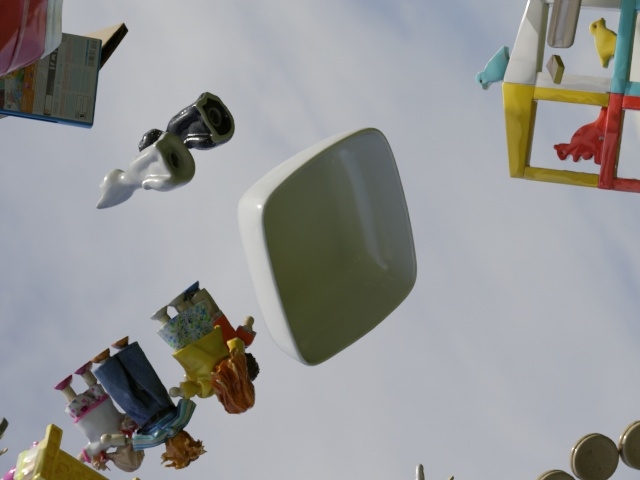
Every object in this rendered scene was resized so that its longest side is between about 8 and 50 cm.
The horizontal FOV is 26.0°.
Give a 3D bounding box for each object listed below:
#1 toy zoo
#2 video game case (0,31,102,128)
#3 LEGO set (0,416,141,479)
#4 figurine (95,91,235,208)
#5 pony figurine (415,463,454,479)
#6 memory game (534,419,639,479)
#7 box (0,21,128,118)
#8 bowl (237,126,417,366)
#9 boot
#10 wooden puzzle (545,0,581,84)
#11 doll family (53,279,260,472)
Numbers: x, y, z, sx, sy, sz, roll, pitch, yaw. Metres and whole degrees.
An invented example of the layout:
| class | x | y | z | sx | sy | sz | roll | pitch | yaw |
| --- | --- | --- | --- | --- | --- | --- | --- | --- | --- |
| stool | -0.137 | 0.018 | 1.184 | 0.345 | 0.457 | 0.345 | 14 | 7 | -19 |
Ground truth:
| class | x | y | z | sx | sy | sz | roll | pitch | yaw |
| --- | --- | --- | --- | --- | --- | --- | --- | --- | --- |
| toy zoo | 0.298 | -0.144 | 1.361 | 0.030 | 0.293 | 0.192 | -9 | -75 | -70 |
| video game case | -0.361 | -0.209 | 1.726 | 0.166 | 0.015 | 0.119 | 8 | -105 | -17 |
| LEGO set | -0.172 | 0.248 | 0.989 | 0.287 | 0.107 | 0.132 | 53 | -150 | -11 |
| figurine | -0.277 | -0.140 | 2.360 | 0.092 | 0.209 | 0.215 | 54 | -136 | -16 |
| pony figurine | 0.112 | 0.507 | 1.806 | 0.363 | 0.303 | 0.351 | -25 | -104 | -30 |
| memory game | 0.223 | 0.220 | 1.002 | 0.186 | 0.186 | 0.012 | 47 | 173 | -17 |
| box | -0.380 | -0.232 | 1.931 | 0.021 | 0.201 | 0.164 | 59 | -145 | -29 |
| bowl | 0.000 | 0.000 | 0.971 | 0.142 | 0.053 | 0.142 | -34 | -59 | -38 |
| boot | -0.349 | -0.252 | 1.427 | 0.088 | 0.244 | 0.176 | 34 | -129 | 19 |
| wooden puzzle | 0.204 | -0.190 | 1.141 | 0.014 | 0.116 | 0.078 | 8 | -165 | -4 |
| doll family | -0.171 | 0.170 | 1.585 | 0.163 | 0.263 | 0.118 | 54 | 167 | -2 |
